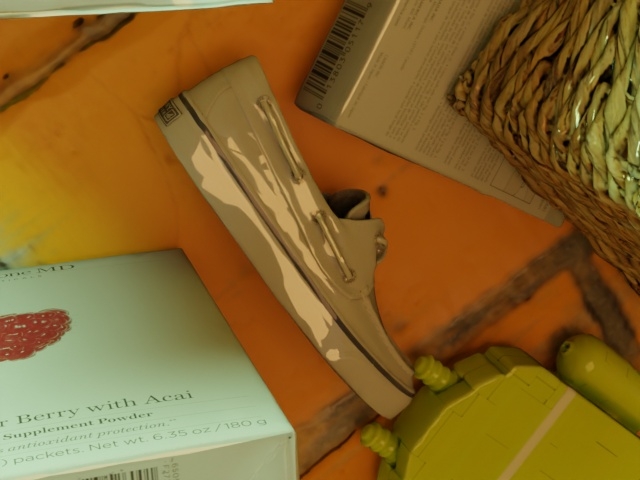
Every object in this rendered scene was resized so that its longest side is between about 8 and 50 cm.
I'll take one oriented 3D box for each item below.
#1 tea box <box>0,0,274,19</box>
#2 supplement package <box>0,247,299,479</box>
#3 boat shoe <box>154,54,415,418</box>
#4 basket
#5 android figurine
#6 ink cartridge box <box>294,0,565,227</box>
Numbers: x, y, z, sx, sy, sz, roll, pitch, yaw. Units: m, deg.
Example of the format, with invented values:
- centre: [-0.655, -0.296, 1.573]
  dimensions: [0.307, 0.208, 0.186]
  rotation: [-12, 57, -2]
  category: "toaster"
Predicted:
- centre: [-0.159, -0.280, 0.575]
  dimensions: [0.220, 0.329, 0.324]
  rotation: [-6, 108, -15]
  category: "tea box"
- centre: [-0.130, 0.135, 0.730]
  dimensions: [0.177, 0.293, 0.175]
  rotation: [-8, 109, -15]
  category: "supplement package"
- centre: [0.000, 0.000, 0.843]
  dimensions: [0.088, 0.096, 0.267]
  rotation: [-35, 105, 1]
  category: "boat shoe"
- centre: [0.276, -0.058, 0.812]
  dimensions: [0.213, 0.223, 0.299]
  rotation: [-50, 123, 0]
  category: "basket"
- centre: [0.151, 0.185, 0.961]
  dimensions: [0.273, 0.056, 0.248]
  rotation: [34, 95, -24]
  category: "android figurine"
- centre: [0.118, -0.130, 0.870]
  dimensions: [0.232, 0.066, 0.189]
  rotation: [20, 100, -43]
  category: "ink cartridge box"
